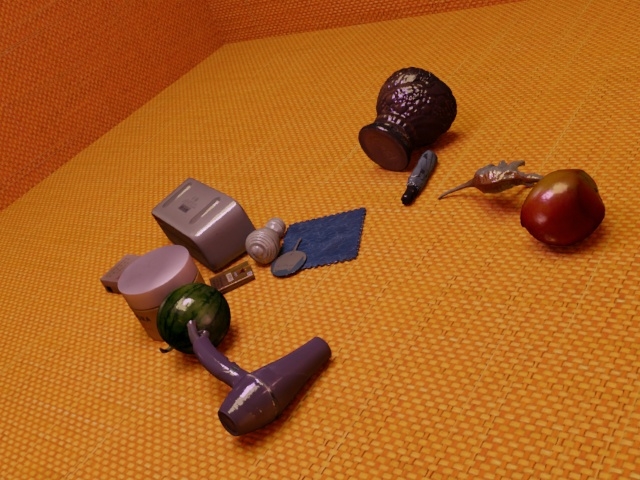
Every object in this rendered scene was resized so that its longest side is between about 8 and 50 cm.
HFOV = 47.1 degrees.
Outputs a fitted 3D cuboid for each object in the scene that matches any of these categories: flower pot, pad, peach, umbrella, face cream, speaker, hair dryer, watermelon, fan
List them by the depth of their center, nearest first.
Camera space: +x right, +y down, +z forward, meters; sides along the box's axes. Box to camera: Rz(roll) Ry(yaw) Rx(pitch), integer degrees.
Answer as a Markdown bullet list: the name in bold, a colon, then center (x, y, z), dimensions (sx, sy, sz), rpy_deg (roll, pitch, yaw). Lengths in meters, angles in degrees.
- **hair dryer**: center (-0.186, 0.272, 1.724), dimensions (0.361, 0.121, 0.301), rpy_deg (30, 49, 32)
- **peach**: center (0.576, -0.074, 1.764), dimensions (0.197, 0.197, 0.197), rpy_deg (-17, 31, 11)
- **watermelon**: center (-0.336, 0.215, 1.915), dimensions (0.188, 0.188, 0.215), rpy_deg (12, 64, 45)
- **face cream**: center (-0.435, 0.148, 2.083), dimensions (0.218, 0.179, 0.218), rpy_deg (-17, 31, 11)
- **fan**: center (-0.085, 0.047, 2.156), dimensions (0.113, 0.005, 0.175), rpy_deg (-7, 35, 26)
- **pad**: center (0.000, 0.000, 2.189), dimensions (0.269, 0.012, 0.269), rpy_deg (-13, 33, 17)
- **umbrella**: center (0.303, -0.196, 2.249), dimensions (0.052, 0.053, 0.250), rpy_deg (0, 37, 32)
- **speaker**: center (-0.383, -0.056, 2.376), dimensions (0.184, 0.183, 0.406), rpy_deg (-41, 34, -17)
- **flower pot**: center (0.271, -0.381, 2.383), dimensions (0.266, 0.266, 0.267), rpy_deg (12, 57, 44)

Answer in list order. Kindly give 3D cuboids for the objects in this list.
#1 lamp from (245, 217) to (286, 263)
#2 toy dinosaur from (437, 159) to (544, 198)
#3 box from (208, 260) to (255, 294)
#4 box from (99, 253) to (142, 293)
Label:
- **lamp**: center (-0.160, -0.006, 2.225), dimensions (0.106, 0.106, 0.193), rpy_deg (-9, 25, 22)
- **toy dinosaur**: center (0.472, -0.167, 2.006), dimensions (0.393, 0.092, 0.205), rpy_deg (-1, 13, 45)
- **box**: center (-0.264, 0.114, 2.177), dimensions (0.133, 0.023, 0.090), rpy_deg (-26, 32, -5)
- **box**: center (-0.596, 0.112, 2.367), dimensions (0.201, 0.058, 0.141), rpy_deg (6, 41, 38)
